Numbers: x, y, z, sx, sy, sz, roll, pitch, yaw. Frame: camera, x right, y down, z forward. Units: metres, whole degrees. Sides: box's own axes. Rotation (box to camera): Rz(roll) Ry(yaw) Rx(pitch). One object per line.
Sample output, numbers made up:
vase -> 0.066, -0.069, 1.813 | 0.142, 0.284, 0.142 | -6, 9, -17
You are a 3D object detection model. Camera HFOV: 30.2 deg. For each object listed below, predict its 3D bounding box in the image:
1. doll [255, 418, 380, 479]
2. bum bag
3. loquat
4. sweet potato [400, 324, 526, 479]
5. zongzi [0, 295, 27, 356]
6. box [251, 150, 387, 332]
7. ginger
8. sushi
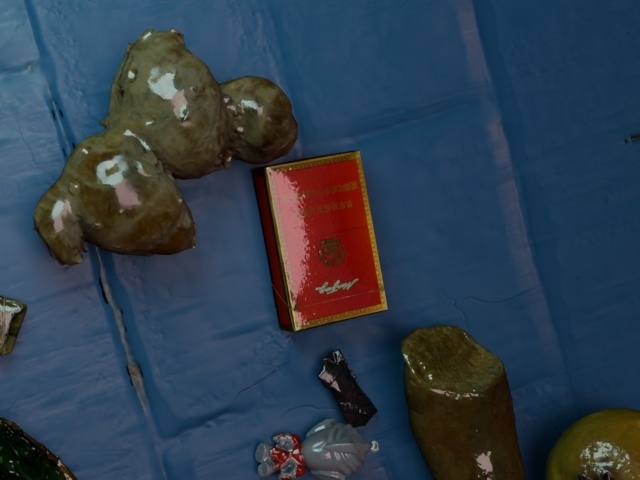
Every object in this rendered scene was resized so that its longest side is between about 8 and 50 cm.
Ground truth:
doll -> -0.004, 0.305, 1.705 | 0.180, 0.079, 0.094 | -6, 68, -9
bum bag -> 0.038, 0.222, 1.738 | 0.058, 0.034, 0.124 | -37, 104, -27
loquat -> 0.459, 0.371, 1.806 | 0.244, 0.244, 0.244 | 0, 90, -22
sweet potato -> 0.220, 0.302, 1.760 | 0.158, 0.158, 0.370 | -20, 105, -21
zongzi -> -0.433, 0.106, 1.544 | 0.083, 0.040, 0.076 | 20, 82, -17
box -> 0.000, 0.000, 1.705 | 0.153, 0.074, 0.240 | -12, 94, -25
ginger -> -0.216, -0.109, 1.562 | 0.375, 0.176, 0.256 | -48, 111, -13
sushi -> -0.390, 0.328, 1.508 | 0.287, 0.140, 0.149 | 47, 68, -15
